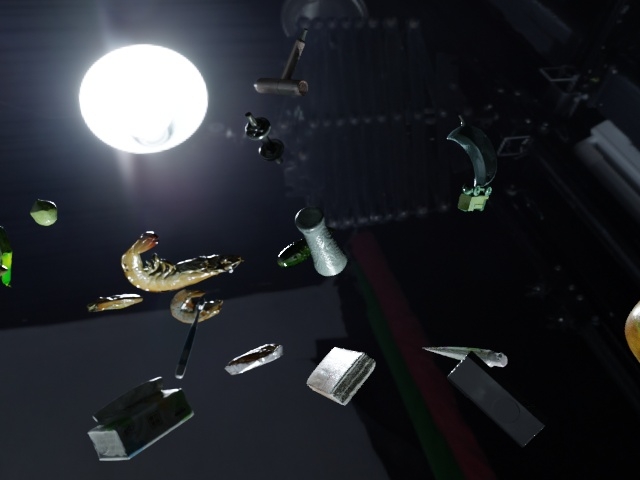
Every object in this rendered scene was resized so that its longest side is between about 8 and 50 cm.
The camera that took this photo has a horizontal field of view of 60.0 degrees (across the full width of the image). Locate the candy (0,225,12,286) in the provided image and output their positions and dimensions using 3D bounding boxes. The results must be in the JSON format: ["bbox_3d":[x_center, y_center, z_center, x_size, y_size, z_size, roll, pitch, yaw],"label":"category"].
[{"bbox_3d":[-0.881,0.045,1.537,0.102,0.032,0.178,60,-40,22],"label":"candy"}]

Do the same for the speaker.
[{"bbox_3d":[0.398,0.358,1.259,0.218,0.044,0.082,43,-65,19],"label":"speaker"}]

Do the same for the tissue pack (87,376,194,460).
[{"bbox_3d":[-0.503,0.486,1.538,0.159,0.229,0.145,-20,-87,39],"label":"tissue pack"}]

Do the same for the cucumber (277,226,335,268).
[{"bbox_3d":[-0.039,0.016,1.705,0.069,0.227,0.069,39,-32,30],"label":"cucumber"}]

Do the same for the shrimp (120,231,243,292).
[{"bbox_3d":[-0.215,0.025,0.842,0.034,0.178,0.124,-97,170,-45],"label":"shrimp"}]

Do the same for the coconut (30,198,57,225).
[{"bbox_3d":[-0.961,-0.100,1.928,0.088,0.088,0.096,-132,-157,-61],"label":"coconut"}]

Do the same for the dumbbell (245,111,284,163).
[{"bbox_3d":[-0.169,-0.306,1.685,0.254,0.082,0.081,54,16,-59],"label":"dumbbell"}]

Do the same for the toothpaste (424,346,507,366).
[{"bbox_3d":[0.488,0.386,1.876,0.314,0.056,0.058,-2,-53,54],"label":"toothpaste"}]

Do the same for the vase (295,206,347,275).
[{"bbox_3d":[0.000,0.000,1.468,0.219,0.096,0.096,63,4,-53],"label":"vase"}]

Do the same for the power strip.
[{"bbox_3d":[0.451,-0.269,1.635,0.044,0.137,0.216,-18,-76,54],"label":"power strip"}]

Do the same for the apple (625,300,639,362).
[{"bbox_3d":[0.728,0.186,1.042,0.246,0.226,0.246,64,6,-11],"label":"apple"}]

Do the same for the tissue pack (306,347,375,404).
[{"bbox_3d":[0.059,0.436,1.818,0.071,0.170,0.325,42,-15,-6],"label":"tissue pack"}]

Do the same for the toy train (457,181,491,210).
[{"bbox_3d":[0.437,-0.124,1.566,0.050,0.122,0.081,24,-71,40],"label":"toy train"}]

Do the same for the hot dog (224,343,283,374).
[{"bbox_3d":[-0.207,0.369,1.736,0.099,0.192,0.053,115,-44,-81],"label":"hot dog"}]

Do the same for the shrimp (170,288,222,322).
[{"bbox_3d":[-0.406,0.214,1.808,0.051,0.188,0.132,-93,160,-50],"label":"shrimp"}]

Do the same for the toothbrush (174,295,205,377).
[{"bbox_3d":[-0.296,0.214,1.278,0.275,0.019,0.025,-90,-160,-61],"label":"toothbrush"}]

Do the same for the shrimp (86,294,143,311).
[{"bbox_3d":[-0.766,0.226,2.053,0.115,0.217,0.051,56,26,-75],"label":"shrimp"}]

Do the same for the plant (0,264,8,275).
[{"bbox_3d":[-0.646,0.058,0.929,0.333,0.180,0.251,38,-29,54],"label":"plant"}]

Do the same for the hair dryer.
[{"bbox_3d":[-0.112,-0.588,1.821,0.195,0.054,0.220,14,-85,37],"label":"hair dryer"}]
